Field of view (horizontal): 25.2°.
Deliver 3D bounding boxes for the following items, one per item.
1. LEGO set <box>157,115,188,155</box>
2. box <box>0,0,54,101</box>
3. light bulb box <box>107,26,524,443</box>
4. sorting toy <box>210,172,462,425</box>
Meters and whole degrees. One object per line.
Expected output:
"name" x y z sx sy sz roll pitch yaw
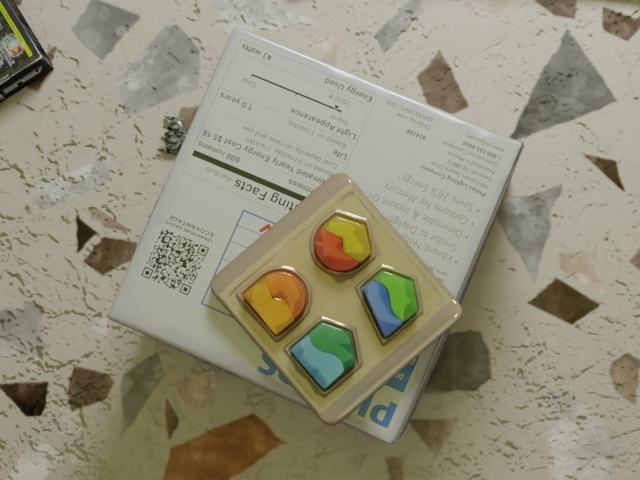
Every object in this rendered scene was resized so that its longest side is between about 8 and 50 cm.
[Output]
"LEGO set" -0.174 -0.123 1.791 0.083 0.023 0.054 41 88 9
"box" -0.501 -0.277 1.823 0.216 0.060 0.270 -33 82 0
"light bulb box" 0.000 0.000 1.659 0.358 0.225 0.361 23 86 7
"sorting toy" 0.015 0.060 1.518 0.193 0.038 0.208 -41 82 -1
